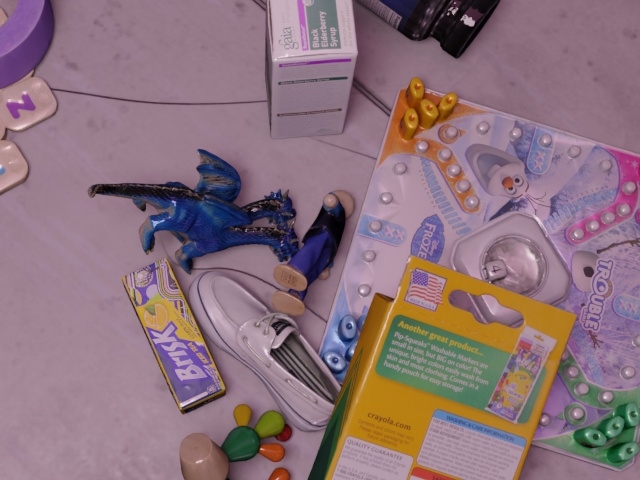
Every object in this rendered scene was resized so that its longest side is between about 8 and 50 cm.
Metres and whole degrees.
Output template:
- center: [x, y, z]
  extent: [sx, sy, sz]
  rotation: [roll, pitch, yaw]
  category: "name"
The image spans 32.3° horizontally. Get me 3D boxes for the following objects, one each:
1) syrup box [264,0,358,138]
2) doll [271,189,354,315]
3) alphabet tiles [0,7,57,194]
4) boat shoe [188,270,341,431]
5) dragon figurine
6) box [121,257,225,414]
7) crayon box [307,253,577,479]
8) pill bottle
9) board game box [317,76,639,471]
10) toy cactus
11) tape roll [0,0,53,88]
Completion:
- center: [-0.015, -0.203, 1.267]
  extent: [0.096, 0.237, 0.093]
  rotation: [-5, 75, -5]
  category: "syrup box"
- center: [0.000, 0.000, 1.270]
  extent: [0.046, 0.129, 0.189]
  rotation: [17, 39, 13]
  category: "doll"
- center: [-0.476, -0.161, 1.334]
  extent: [0.278, 0.021, 0.284]
  rotation: [-30, 79, -14]
  category: "alphabet tiles"
- center: [-0.052, 0.112, 1.253]
  extent: [0.226, 0.076, 0.083]
  rotation: [46, 46, 0]
  category: "boat shoe"
- center: [-0.131, -0.041, 1.236]
  extent: [0.144, 0.289, 0.085]
  rotation: [-28, 55, 18]
  category: "dragon figurine"
- center: [-0.168, 0.110, 1.267]
  extent: [0.059, 0.054, 0.169]
  rotation: [-24, 79, -10]
  category: "box"
- center: [0.122, 0.194, 1.190]
  extent: [0.203, 0.083, 0.323]
  rotation: [20, 92, -11]
  category: "crayon box"
- center: [0.109, -0.327, 1.368]
  extent: [0.219, 0.123, 0.123]
  rotation: [36, 76, 4]
  category: "pill bottle"
- center: [0.232, 0.031, 1.320]
  extent: [0.389, 0.050, 0.390]
  rotation: [17, 74, 1]
  category: "board game box"
- center: [-0.119, 0.248, 1.178]
  extent: [0.219, 0.181, 0.112]
  rotation: [-38, 61, -17]
  category: "toy cactus"
- center: [-0.420, -0.277, 1.322]
  extent: [0.188, 0.080, 0.189]
  rotation: [2, 73, -6]
  category: "tape roll"
